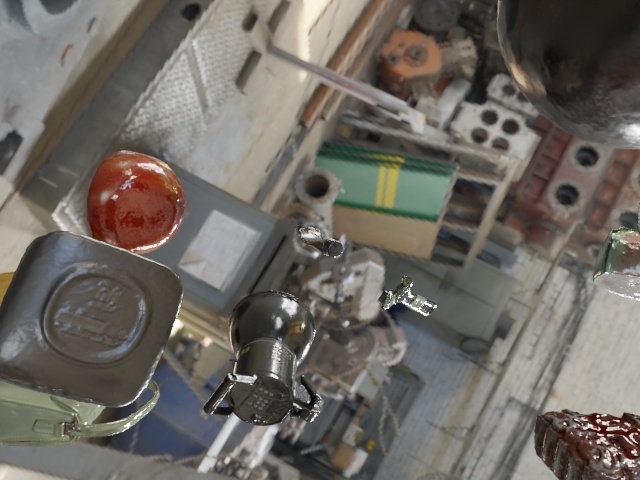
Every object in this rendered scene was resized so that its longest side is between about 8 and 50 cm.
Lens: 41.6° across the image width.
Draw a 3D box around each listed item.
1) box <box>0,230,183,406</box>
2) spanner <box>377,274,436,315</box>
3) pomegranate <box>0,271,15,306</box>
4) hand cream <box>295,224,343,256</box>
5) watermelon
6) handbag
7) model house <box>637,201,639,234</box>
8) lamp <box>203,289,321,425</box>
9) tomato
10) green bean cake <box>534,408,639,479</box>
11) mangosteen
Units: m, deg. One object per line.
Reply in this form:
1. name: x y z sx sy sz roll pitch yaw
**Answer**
1. box: -0.285 0.100 1.041 0.042 0.213 0.201 -1 -113 59
2. spanner: 0.208 0.131 1.876 0.087 0.024 0.316 -50 153 7
3. pomegranate: -0.543 0.139 1.517 0.196 0.196 0.196 -58 168 -20
4. hand cream: 0.000 0.000 1.794 0.163 0.062 0.039 -147 -119 -63
5. watermelon: 0.690 0.039 1.702 0.318 0.226 0.148 16 80 -37
6. handbag: -0.354 0.234 1.230 0.256 0.219 0.079 -72 171 -81
7. model house: 0.633 -0.023 1.526 0.100 0.101 0.087 34 59 -57
8. lamp: -0.078 0.204 1.314 0.147 0.172 0.227 -52 -163 25
9. tomato: -0.337 -0.070 1.621 0.233 0.140 0.200 -32 126 -74
10. green bean cake: 0.511 0.366 1.431 0.198 0.233 0.097 -123 -147 -65
11. mangosteen: 0.406 -0.240 0.962 0.382 0.435 0.382 -27 -169 6
